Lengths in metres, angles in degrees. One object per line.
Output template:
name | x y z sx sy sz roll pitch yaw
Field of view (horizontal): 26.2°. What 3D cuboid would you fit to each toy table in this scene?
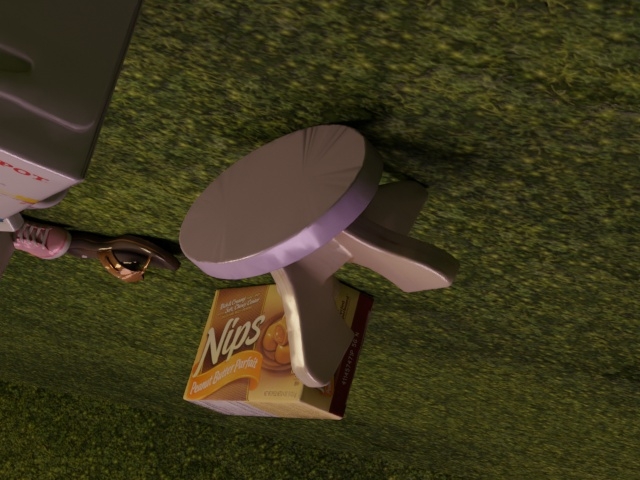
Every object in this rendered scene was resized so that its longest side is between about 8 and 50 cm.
toy table | 0.000 0.000 1.373 0.161 0.252 0.274 44 161 -25

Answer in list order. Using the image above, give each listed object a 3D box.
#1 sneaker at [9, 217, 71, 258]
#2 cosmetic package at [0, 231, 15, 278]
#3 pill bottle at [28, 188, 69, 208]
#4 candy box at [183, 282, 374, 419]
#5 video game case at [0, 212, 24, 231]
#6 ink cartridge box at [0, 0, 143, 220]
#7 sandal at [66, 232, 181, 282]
sneaker | -0.436 -0.008 2.039 0.134 0.051 0.070 9 168 37
cosmetic package | -0.514 -0.025 1.922 0.117 0.085 0.231 14 150 8
pill bottle | -0.383 -0.080 1.683 0.160 0.087 0.087 -1 157 45
candy box | -0.067 0.162 2.019 0.087 0.183 0.316 27 161 -30
video game case | -0.461 -0.098 1.641 0.183 0.023 0.201 2 128 41
ink cartridge box | -0.304 -0.150 1.173 0.198 0.197 0.270 24 162 -25
sandal | -0.296 0.030 2.016 0.219 0.060 0.090 6 161 31
